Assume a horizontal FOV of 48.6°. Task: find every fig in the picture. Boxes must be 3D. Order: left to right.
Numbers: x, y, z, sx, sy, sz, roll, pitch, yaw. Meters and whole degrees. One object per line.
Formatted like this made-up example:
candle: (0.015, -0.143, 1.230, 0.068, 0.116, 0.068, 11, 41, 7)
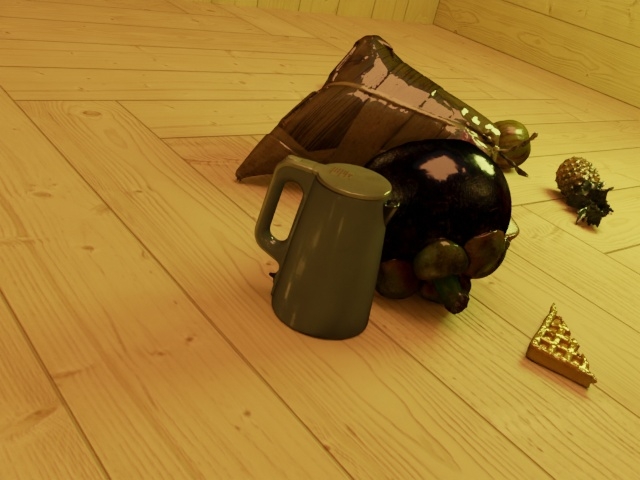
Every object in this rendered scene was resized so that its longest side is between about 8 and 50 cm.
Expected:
fig: (0.501, -0.263, 2.000, 0.186, 0.148, 0.142, -29, 52, -1)

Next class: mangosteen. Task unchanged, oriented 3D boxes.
mangosteen: (0.198, -0.034, 1.253, 0.300, 0.300, 0.300, 11, 27, -6)

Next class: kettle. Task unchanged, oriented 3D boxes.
kettle: (0.000, 0.000, 1.100, 0.211, 0.243, 0.160, 20, 27, 15)

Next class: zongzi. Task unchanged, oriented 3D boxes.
zongzi: (0.143, -0.150, 1.539, 0.500, 0.218, 0.467, 39, 76, 17)

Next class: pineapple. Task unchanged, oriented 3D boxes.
pineapple: (0.688, -0.126, 1.832, 0.125, 0.125, 0.251, 12, 32, -4)

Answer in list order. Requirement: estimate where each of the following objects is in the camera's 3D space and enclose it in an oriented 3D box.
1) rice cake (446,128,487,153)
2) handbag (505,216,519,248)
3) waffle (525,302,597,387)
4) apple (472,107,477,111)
rice cake: (0.197, -0.122, 1.435, 0.081, 0.290, 0.051, 56, 9, -6)
handbag: (0.312, -0.030, 1.464, 0.193, 0.072, 0.151, -5, 53, -38)
waffle: (0.429, 0.172, 1.207, 0.125, 0.032, 0.191, 25, 30, 24)
apple: (0.330, -0.264, 1.834, 0.174, 0.188, 0.188, -17, 40, -36)
